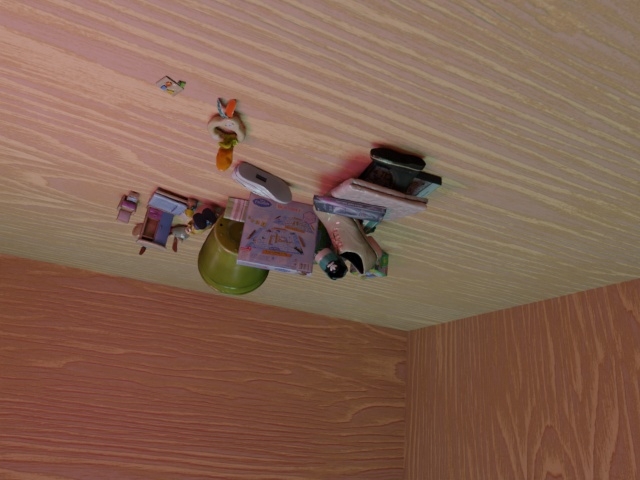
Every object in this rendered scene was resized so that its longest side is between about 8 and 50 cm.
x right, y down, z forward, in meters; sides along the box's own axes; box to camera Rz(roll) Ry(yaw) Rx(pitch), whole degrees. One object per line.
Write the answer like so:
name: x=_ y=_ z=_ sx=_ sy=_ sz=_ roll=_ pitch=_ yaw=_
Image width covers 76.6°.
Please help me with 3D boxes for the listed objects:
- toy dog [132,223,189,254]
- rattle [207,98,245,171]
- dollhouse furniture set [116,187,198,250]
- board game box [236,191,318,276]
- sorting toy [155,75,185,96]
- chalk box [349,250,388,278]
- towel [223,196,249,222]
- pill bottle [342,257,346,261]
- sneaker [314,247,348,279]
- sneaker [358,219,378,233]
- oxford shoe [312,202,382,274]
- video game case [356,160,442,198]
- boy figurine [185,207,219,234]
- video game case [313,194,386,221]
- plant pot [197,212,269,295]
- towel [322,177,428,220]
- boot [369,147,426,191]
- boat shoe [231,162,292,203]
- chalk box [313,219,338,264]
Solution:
toy dog: x=-0.882 y=0.001 z=2.211 sx=0.334 sy=0.160 sz=0.220 roll=-13 pitch=151 yaw=40
rattle: x=-0.310 y=-0.335 z=1.288 sx=0.130 sy=0.142 sz=0.200 roll=32 pitch=158 yaw=-11
dollhouse furniture set: x=-0.763 y=-0.109 z=1.868 sx=0.287 sy=0.197 sz=0.304 roll=22 pitch=153 yaw=-32
board game box: x=-0.176 y=-0.026 z=1.750 sx=0.319 sy=0.317 sz=0.066 roll=12 pitch=158 yaw=-11
sorting toy: x=-0.435 y=-0.454 z=1.189 sx=0.083 sy=0.012 sz=0.062 roll=-11 pitch=152 yaw=37
chalk box: x=0.287 y=0.124 z=2.221 sx=0.213 sy=0.132 sz=0.132 roll=-11 pitch=151 yaw=39
towel: x=-0.344 y=-0.135 z=1.800 sx=0.152 sy=0.113 sz=0.023 roll=11 pitch=151 yaw=-7
pill bottle: x=0.064 y=0.050 z=2.108 sx=0.246 sy=0.130 sz=0.130 roll=-5 pitch=155 yaw=25
sneaker: x=0.067 y=0.131 z=1.811 sx=0.108 sy=0.121 sz=0.302 roll=-41 pitch=157 yaw=4
sneaker: x=0.199 y=-0.049 z=1.880 sx=0.110 sy=0.106 sz=0.275 roll=2 pitch=159 yaw=-14
oxford shoe: x=0.101 y=-0.021 z=1.750 sx=0.397 sy=0.146 sz=0.140 roll=44 pitch=148 yaw=-8
video game case: x=0.277 y=-0.206 z=1.557 sx=0.275 sy=0.035 sz=0.248 roll=13 pitch=157 yaw=-15
boy figurine: x=-0.576 y=-0.086 z=1.968 sx=0.092 sy=0.177 sz=0.285 roll=60 pitch=157 yaw=-9
video game case: x=0.112 y=-0.122 z=1.596 sx=0.275 sy=0.026 sz=0.196 roll=12 pitch=173 yaw=4
plant pot: x=-0.397 y=0.035 z=1.938 sx=0.367 sy=0.365 sz=0.353 roll=11 pitch=151 yaw=-11
towel: x=0.193 y=-0.151 z=1.543 sx=0.318 sy=0.053 sz=0.332 roll=13 pitch=172 yaw=-15
boot: x=0.243 y=-0.233 z=1.393 sx=0.198 sy=0.076 sz=0.137 roll=13 pitch=135 yaw=-13
boat shoe: x=-0.231 y=-0.222 z=1.609 sx=0.258 sy=0.095 sz=0.084 roll=33 pitch=152 yaw=-28
chalk box: x=0.000 y=0.000 z=1.948 sx=0.289 sy=0.178 sz=0.180 roll=-8 pitch=153 yaw=29
